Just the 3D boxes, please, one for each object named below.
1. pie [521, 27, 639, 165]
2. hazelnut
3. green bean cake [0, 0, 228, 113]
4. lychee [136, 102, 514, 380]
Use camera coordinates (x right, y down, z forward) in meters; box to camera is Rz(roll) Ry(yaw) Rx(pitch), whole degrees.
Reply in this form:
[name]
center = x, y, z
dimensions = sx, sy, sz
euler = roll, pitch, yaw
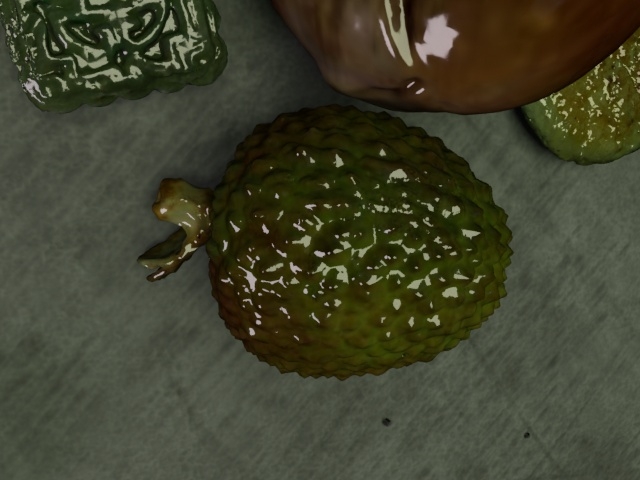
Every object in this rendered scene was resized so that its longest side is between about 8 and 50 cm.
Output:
[pie]
center = 0.342, -0.227, 0.794
dimensions = 0.277, 0.078, 0.277
euler = -6, 110, -17
[hazelnut]
center = 0.128, -0.274, 0.565
dimensions = 0.372, 0.372, 0.315
euler = -55, 151, 0
[green bean cake]
center = -0.187, -0.213, 0.590
dimensions = 0.185, 0.094, 0.183
euler = -14, 109, -12
[lychee]
center = 0.011, 0.003, 0.624
dimensions = 0.270, 0.320, 0.270
euler = -24, 127, -37
